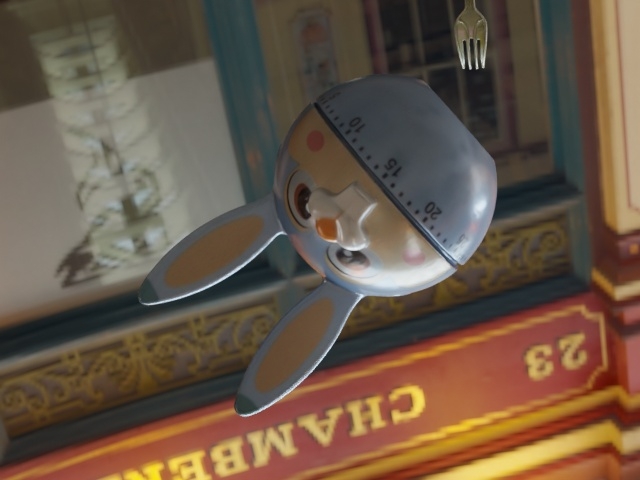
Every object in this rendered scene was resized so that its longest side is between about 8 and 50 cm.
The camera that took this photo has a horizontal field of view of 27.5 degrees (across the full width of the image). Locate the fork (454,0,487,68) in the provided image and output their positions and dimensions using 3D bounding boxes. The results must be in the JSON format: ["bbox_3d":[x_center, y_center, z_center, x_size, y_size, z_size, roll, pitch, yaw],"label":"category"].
[{"bbox_3d":[0.151,-0.277,1.327,0.034,0.219,0.028,2,-155,16],"label":"fork"}]

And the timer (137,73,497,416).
[{"bbox_3d":[0.009,-0.009,0.915,0.255,0.175,0.175,-39,-143,-16],"label":"timer"}]
